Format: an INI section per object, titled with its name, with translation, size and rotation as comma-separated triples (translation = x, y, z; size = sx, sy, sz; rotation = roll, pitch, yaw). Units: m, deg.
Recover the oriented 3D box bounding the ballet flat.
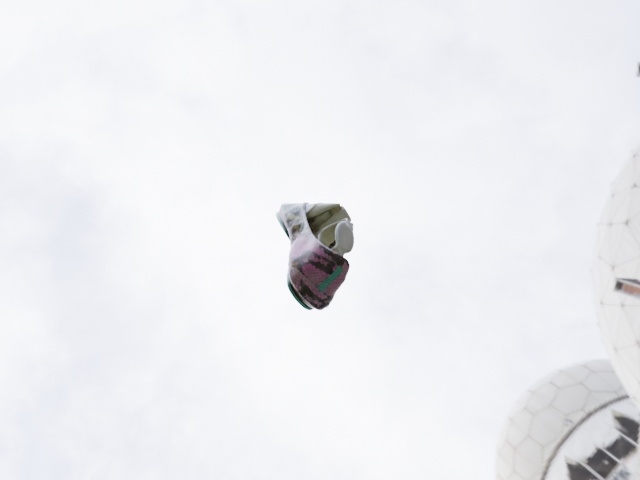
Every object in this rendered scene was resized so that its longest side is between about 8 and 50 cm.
[ballet flat]
translation = 0.000, 0.000, 0.780
size = 0.079, 0.221, 0.077
rotation = -37, -70, 9
